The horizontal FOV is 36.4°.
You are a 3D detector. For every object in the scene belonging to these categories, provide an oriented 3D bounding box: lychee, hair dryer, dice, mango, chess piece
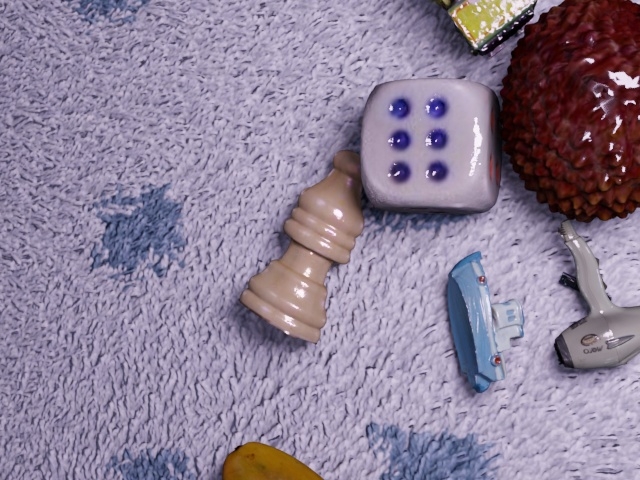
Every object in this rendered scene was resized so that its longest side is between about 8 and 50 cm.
[{"bbox_3d":[0.398,-0.190,1.367,0.306,0.306,0.330,38,126,16],"label":"lychee"},{"bbox_3d":[0.457,0.080,1.431,0.219,0.088,0.224,0,95,4],"label":"hair dryer"},{"bbox_3d":[0.172,-0.139,1.484,0.194,0.192,0.193,3,89,17],"label":"dice"},{"bbox_3d":[-0.052,0.428,1.577,0.253,0.113,0.138,31,94,10],"label":"mango"},{"bbox_3d":[0.000,0.000,1.585,0.139,0.124,0.307,31,94,48],"label":"chess piece"}]

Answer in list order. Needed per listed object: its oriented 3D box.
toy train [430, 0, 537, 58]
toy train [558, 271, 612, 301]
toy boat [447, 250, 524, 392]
[{"bbox_3d":[0.236,-0.374,1.446,0.134,0.261,0.177,-38,90,14],"label":"toy train"},{"bbox_3d":[0.406,0.073,1.487,0.083,0.017,0.017,27,111,18],"label":"toy train"},{"bbox_3d":[0.260,0.122,1.511,0.102,0.088,0.215,-10,82,-16],"label":"toy boat"}]
